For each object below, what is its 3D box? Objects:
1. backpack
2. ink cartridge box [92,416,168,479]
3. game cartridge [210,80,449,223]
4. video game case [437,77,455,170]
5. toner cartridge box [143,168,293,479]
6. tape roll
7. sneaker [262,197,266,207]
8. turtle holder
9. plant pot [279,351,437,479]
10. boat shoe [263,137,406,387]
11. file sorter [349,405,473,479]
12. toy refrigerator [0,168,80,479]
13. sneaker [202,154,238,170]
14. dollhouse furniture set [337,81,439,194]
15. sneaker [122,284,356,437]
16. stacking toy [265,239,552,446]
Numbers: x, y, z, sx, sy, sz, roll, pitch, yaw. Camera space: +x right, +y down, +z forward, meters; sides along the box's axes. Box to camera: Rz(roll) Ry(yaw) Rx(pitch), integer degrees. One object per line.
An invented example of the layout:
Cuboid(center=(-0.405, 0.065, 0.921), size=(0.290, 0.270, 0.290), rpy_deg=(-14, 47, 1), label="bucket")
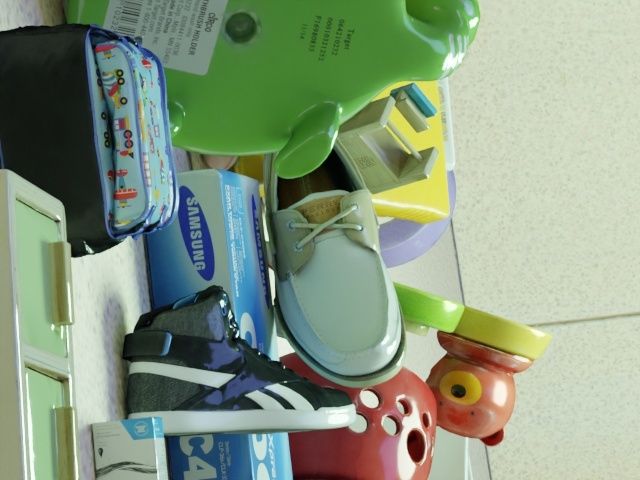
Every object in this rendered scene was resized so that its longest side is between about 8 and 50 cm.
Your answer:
Cuboid(center=(-0.159, -0.066, 1.367), size=(0.173, 0.117, 0.158), rpy_deg=(12, 72, -82), label="backpack")
Cuboid(center=(-0.140, 0.175, 1.486), size=(0.028, 0.048, 0.083), rpy_deg=(27, 56, -78), label="ink cartridge box")
Cuboid(center=(0.005, -0.172, 2.086), size=(0.324, 0.053, 0.285), rpy_deg=(10, 71, -48), label="game cartridge")
Cuboid(center=(0.047, -0.188, 2.336), size=(0.026, 0.206, 0.227), rpy_deg=(112, -25, -71), label="video game case")
Cuboid(center=(-0.086, 0.117, 1.754), size=(0.165, 0.075, 0.347), rpy_deg=(10, 73, -80), label="toner cartridge box")
Cuboid(center=(0.064, -0.066, 2.385), size=(0.080, 0.189, 0.189), rpy_deg=(52, 33, -70), label="tape roll")
Cuboid(center=(-0.036, -0.146, 2.151), size=(0.153, 0.094, 0.235), rpy_deg=(75, 20, -79), label="sneaker")
Cuboid(center=(-0.041, -0.207, 1.568), size=(0.227, 0.320, 0.243), rpy_deg=(-107, -179, -60), label="turtle holder")
Cuboid(center=(0.014, 0.222, 1.922), size=(0.191, 0.191, 0.174), rpy_deg=(71, 18, -48), label="plant pot")
Cuboid(center=(0.000, 0.000, 1.823), size=(0.103, 0.113, 0.302), rpy_deg=(81, -9, -46), label="boat shoe")
Cuboid(center=(0.071, 0.333, 2.155), size=(0.277, 0.193, 0.173), rpy_deg=(-83, 165, -53), label="file sorter")
Cuboid(center=(-0.189, 0.103, 1.137), size=(0.102, 0.094, 0.269), rpy_deg=(43, 40, -74), label="toy refrigerator")
Cuboid(center=(-0.108, -0.119, 1.891), size=(0.070, 0.051, 0.134), rpy_deg=(-25, 139, -42), label="sneaker")
Cuboid(center=(0.025, -0.153, 1.964), size=(0.183, 0.129, 0.129), rpy_deg=(48, 47, -27), label="dollhouse furniture set")
Cuboid(center=(-0.060, 0.096, 1.624), size=(0.217, 0.079, 0.121), rpy_deg=(3, 81, -39), label="sneaker")
Cuboid(center=(0.043, 0.099, 2.006), size=(0.279, 0.309, 0.130), rpy_deg=(19, 88, -59), label="stacking toy")
